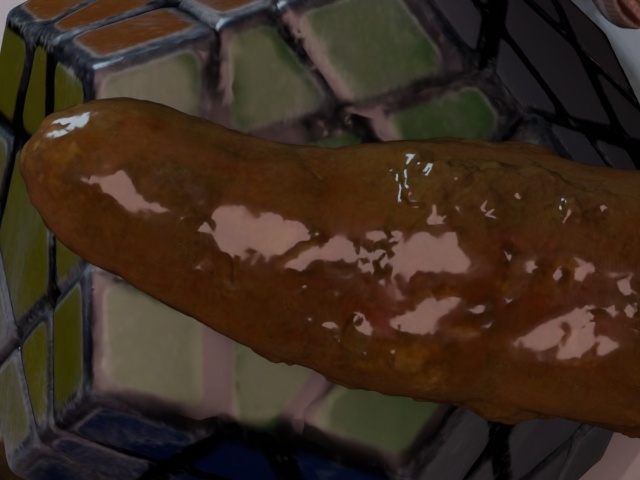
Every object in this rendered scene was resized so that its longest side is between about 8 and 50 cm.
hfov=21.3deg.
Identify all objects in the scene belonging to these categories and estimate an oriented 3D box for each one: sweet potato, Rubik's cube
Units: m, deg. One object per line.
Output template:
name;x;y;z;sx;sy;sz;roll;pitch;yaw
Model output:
sweet potato;0.078;0.017;0.552;0.354;0.106;0.095;7;136;-9
Rubik's cube;-0.001;0.000;0.732;0.319;0.319;0.264;6;59;21

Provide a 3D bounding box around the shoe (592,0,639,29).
shoe;0.179;-0.262;0.755;0.351;0.172;0.198;-46;111;-5

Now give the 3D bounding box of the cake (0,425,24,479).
cake;-0.161;0.239;0.792;0.290;0.282;0.256;20;104;16
